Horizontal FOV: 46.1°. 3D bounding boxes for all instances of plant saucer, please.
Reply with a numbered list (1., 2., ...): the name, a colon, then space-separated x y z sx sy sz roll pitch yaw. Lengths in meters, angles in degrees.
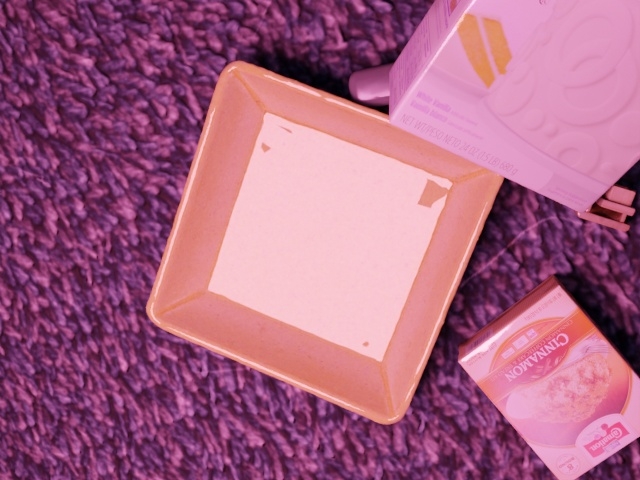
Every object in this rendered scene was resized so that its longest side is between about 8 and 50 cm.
1. plant saucer: 0.000 0.000 0.883 0.333 0.081 0.332 22 104 8

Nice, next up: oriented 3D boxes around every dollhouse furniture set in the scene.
1. dollhouse furniture set: 0.341 0.013 0.756 0.161 0.182 0.101 19 103 9

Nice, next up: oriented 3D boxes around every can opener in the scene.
1. can opener: 0.172 -0.174 0.819 0.281 0.074 0.093 -4 99 13

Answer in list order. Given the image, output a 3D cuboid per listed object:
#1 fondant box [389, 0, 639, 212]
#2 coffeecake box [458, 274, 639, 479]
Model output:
1. fondant box: 0.243 -0.201 0.682 0.238 0.096 0.330 22 131 -14
2. coffeecake box: 0.271 0.157 0.855 0.142 0.068 0.185 -41 89 14
